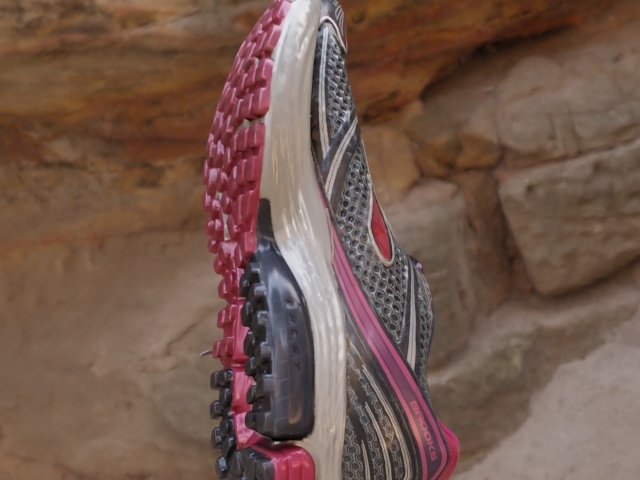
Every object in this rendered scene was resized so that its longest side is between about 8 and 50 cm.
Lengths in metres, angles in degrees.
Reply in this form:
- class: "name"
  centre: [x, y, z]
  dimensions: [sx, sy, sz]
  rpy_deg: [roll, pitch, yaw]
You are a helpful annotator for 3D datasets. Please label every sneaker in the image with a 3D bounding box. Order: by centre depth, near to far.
- class: "sneaker"
  centre: [0.000, 0.000, 0.592]
  dimensions: [0.112, 0.299, 0.121]
  rpy_deg: [4, -21, -21]
